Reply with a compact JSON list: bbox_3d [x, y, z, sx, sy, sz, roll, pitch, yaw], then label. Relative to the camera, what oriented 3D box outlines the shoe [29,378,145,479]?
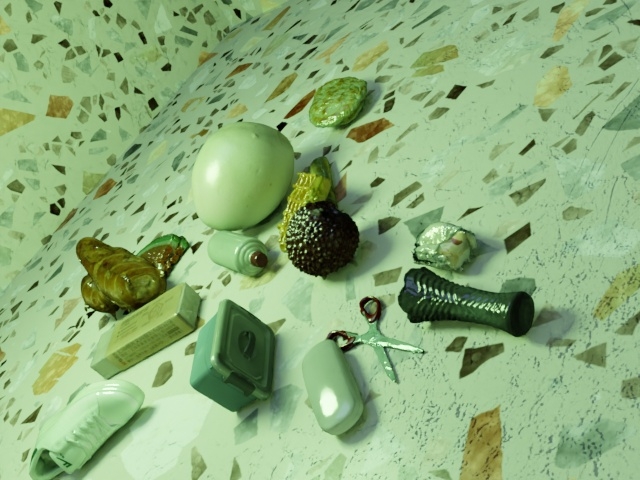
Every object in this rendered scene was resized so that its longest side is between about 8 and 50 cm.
[{"bbox_3d":[-0.590,0.480,1.747,0.363,0.132,0.160,-33,29,23],"label":"shoe"}]

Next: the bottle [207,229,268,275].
[{"bbox_3d":[-0.217,0.036,1.932,0.104,0.104,0.245,-50,29,-17],"label":"bottle"}]

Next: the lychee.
[{"bbox_3d":[0.000,0.000,1.660,0.188,0.188,0.188,-30,31,20],"label":"lychee"}]

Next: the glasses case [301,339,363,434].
[{"bbox_3d":[0.019,0.278,1.361,0.092,0.059,0.233,-38,29,6],"label":"glasses case"}]

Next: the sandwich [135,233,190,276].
[{"bbox_3d":[-0.548,0.068,2.306,0.235,0.079,0.159,-23,34,30],"label":"sandwich"}]

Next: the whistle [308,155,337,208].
[{"bbox_3d":[0.006,-0.144,1.958,0.067,0.057,0.326,-28,31,11],"label":"whistle"}]

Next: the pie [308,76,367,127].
[{"bbox_3d":[0.066,-0.442,2.269,0.200,0.090,0.248,-12,39,25],"label":"pie"}]

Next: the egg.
[{"bbox_3d":[-0.234,-0.185,2.071,0.283,0.283,0.345,7,63,53],"label":"egg"}]

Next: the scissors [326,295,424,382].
[{"bbox_3d":[0.111,0.200,1.408,0.144,0.017,0.247,-46,31,-7],"label":"scissors"}]

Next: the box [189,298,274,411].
[{"bbox_3d":[-0.189,0.254,1.551,0.130,0.162,0.227,-41,26,23],"label":"box"}]

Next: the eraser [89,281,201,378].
[{"bbox_3d":[-0.492,0.256,1.985,0.343,0.078,0.144,-30,30,20],"label":"eraser"}]

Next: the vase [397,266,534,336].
[{"bbox_3d":[0.261,0.113,1.266,0.237,0.115,0.115,7,54,51],"label":"vase"}]

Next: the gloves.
[{"bbox_3d":[0.247,0.016,1.443,0.114,0.070,0.153,-53,30,-9],"label":"gloves"}]

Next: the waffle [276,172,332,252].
[{"bbox_3d":[-0.058,-0.071,1.878,0.219,0.057,0.229,-69,17,-1],"label":"waffle"}]

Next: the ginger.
[{"bbox_3d":[-0.617,0.144,2.186,0.418,0.254,0.176,16,27,39],"label":"ginger"}]
